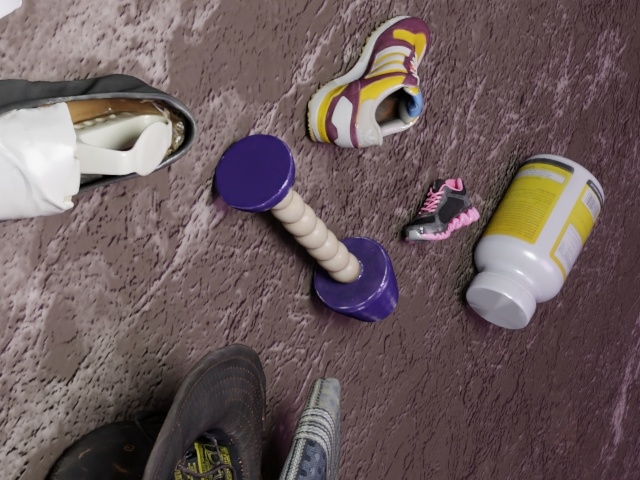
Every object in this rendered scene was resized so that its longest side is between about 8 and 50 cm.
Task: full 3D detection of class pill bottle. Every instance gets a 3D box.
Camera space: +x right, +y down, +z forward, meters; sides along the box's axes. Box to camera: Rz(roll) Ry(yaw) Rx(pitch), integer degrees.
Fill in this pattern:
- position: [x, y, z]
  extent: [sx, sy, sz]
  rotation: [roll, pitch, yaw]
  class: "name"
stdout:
- position: [0.231, 0.003, 1.898]
  extent: [0.184, 0.103, 0.103]
  rotation: [-58, 146, -27]
  class: "pill bottle"

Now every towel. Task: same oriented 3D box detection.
- position: [-0.040, 0.329, 1.530]
  extent: [0.312, 0.056, 0.324]
  rotation: [-72, 169, -48]
  class: "towel"

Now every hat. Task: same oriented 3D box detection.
- position: [-0.146, 0.229, 1.339]
  extent: [0.331, 0.134, 0.331]
  rotation: [10, 90, -76]
  class: "hat"

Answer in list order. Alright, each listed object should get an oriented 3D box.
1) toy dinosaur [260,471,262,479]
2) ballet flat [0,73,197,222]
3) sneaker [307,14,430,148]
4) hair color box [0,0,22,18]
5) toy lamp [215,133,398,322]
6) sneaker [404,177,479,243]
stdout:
- position: [-0.089, 0.302, 1.532]
  extent: [0.211, 0.064, 0.112]
  rotation: [-31, 127, -51]
  class: "toy dinosaur"
- position: [-0.184, -0.066, 1.184]
  extent: [0.280, 0.096, 0.095]
  rotation: [-25, 124, -53]
  class: "ballet flat"
- position: [0.068, -0.140, 1.583]
  extent: [0.185, 0.084, 0.069]
  rotation: [-50, 141, -37]
  class: "sneaker"
- position: [-0.293, -0.240, 0.889]
  extent: [0.174, 0.105, 0.347]
  rotation: [-37, 135, -29]
  class: "hair color box"
- position: [0.000, 0.000, 1.537]
  extent: [0.274, 0.080, 0.080]
  rotation: [46, 63, -57]
  class: "toy lamp"
- position: [0.118, -0.032, 1.763]
  extent: [0.119, 0.047, 0.057]
  rotation: [-29, 110, -55]
  class: "sneaker"
